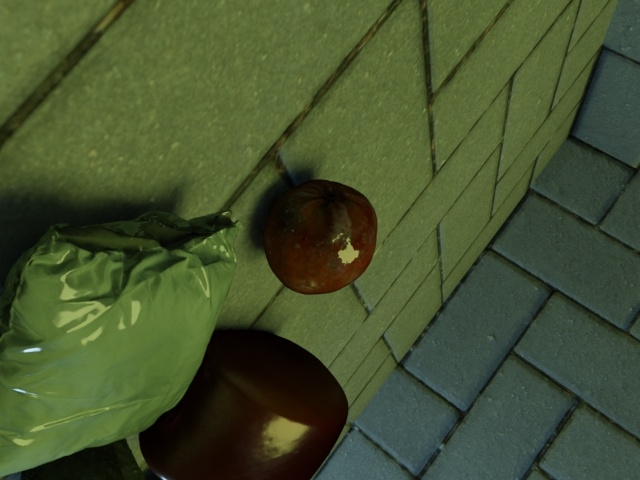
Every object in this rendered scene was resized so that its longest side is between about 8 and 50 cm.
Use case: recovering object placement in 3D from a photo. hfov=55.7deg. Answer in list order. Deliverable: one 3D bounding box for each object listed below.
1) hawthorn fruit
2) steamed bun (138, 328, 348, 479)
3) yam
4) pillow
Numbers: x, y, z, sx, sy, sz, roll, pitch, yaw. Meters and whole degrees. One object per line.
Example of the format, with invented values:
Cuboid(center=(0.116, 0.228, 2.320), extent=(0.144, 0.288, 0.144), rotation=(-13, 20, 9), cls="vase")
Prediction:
Cuboid(center=(0.000, 0.000, 0.889), extent=(0.173, 0.173, 0.172), rotation=(-44, 157, -25), cls="hawthorn fruit")
Cuboid(center=(-0.100, 0.299, 1.010), extent=(0.235, 0.248, 0.379), rotation=(-56, 160, 4), cls="steamed bun")
Cuboid(center=(-0.278, 0.335, 0.747), extent=(0.154, 0.254, 0.153), rotation=(-21, 129, -27), cls="yam")
Cuboid(center=(-0.221, 0.103, 0.610), extent=(0.283, 0.138, 0.309), rotation=(-14, 138, -59), cls="pillow")
